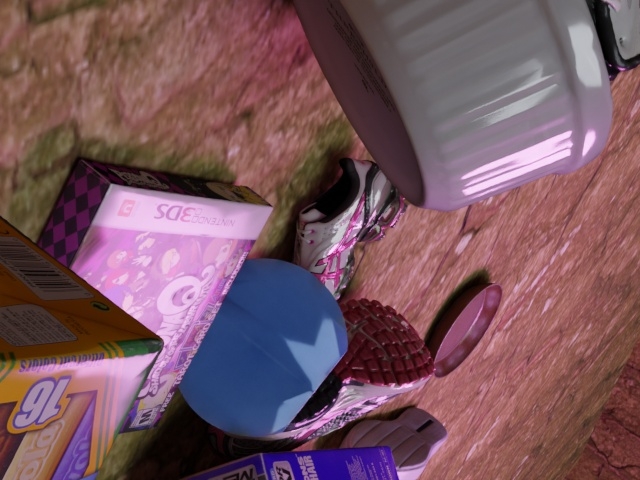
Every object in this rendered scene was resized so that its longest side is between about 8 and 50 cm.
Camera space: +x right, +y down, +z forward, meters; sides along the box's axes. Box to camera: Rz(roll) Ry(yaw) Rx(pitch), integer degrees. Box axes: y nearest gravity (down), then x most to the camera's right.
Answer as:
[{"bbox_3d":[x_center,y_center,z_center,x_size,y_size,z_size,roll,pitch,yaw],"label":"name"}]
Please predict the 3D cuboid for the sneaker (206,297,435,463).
[{"bbox_3d":[0.001,0.150,1.137,0.299,0.121,0.112,-13,148,-41],"label":"sneaker"}]

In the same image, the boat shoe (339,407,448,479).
[{"bbox_3d":[0.102,0.318,1.513,0.094,0.109,0.302,-60,157,14],"label":"boat shoe"}]

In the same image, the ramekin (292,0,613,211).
[{"bbox_3d":[0.076,-0.144,0.743,0.127,0.273,0.273,-29,151,-4],"label":"ramekin"}]

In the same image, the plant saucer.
[{"bbox_3d":[0.210,0.128,1.558,0.168,0.029,0.168,-41,152,-28],"label":"plant saucer"}]

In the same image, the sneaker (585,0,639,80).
[{"bbox_3d":[0.181,-0.257,0.758,0.447,0.169,0.257,20,64,-65],"label":"sneaker"}]

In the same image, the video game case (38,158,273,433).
[{"bbox_3d":[-0.155,0.055,0.823,0.210,0.042,0.232,7,115,-60],"label":"video game case"}]

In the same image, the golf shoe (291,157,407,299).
[{"bbox_3d":[0.000,0.000,1.018,0.086,0.067,0.186,29,102,-32],"label":"golf shoe"}]

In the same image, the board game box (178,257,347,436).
[{"bbox_3d":[-0.058,0.101,0.996,0.168,0.133,0.033,-51,-165,-6],"label":"board game box"}]

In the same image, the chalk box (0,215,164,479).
[{"bbox_3d":[-0.256,0.134,0.583,0.179,0.180,0.289,7,113,-62],"label":"chalk box"}]

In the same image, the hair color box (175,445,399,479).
[{"bbox_3d":[-0.051,0.296,1.126,0.185,0.110,0.339,-22,164,19],"label":"hair color box"}]
